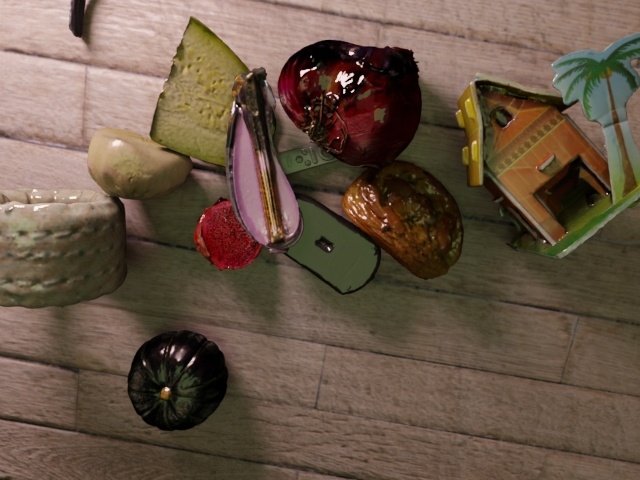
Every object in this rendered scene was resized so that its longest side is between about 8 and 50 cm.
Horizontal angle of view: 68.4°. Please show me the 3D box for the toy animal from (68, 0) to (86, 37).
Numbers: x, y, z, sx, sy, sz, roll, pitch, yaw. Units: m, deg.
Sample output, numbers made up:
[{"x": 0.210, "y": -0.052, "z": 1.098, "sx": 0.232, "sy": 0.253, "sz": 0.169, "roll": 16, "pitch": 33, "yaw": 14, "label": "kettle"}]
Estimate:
[{"x": -0.440, "y": -0.600, "z": 0.887, "sx": 0.205, "sy": 0.081, "sz": 0.367, "roll": 42, "pitch": 104, "yaw": -5, "label": "toy animal"}]

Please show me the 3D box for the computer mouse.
[{"x": 0.000, "y": 0.000, "z": 0.993, "sx": 0.269, "sy": 0.086, "sz": 0.138, "roll": 34, "pitch": 96, "yaw": -2, "label": "computer mouse"}]

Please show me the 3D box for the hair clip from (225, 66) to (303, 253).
[{"x": -0.119, "y": -0.147, "z": 0.909, "sx": 0.110, "sy": 0.095, "sz": 0.359, "roll": -18, "pitch": 108, "yaw": -38, "label": "hair clip"}]

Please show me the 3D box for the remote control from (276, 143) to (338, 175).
[{"x": -0.020, "y": -0.177, "z": 0.991, "sx": 0.183, "sy": 0.027, "sz": 0.050, "roll": -16, "pitch": 98, "yaw": 0, "label": "remote control"}]

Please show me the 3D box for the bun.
[{"x": -0.356, "y": -0.142, "z": 0.934, "sx": 0.192, "sy": 0.178, "sz": 0.128, "roll": 13, "pitch": 102, "yaw": -16, "label": "bun"}]

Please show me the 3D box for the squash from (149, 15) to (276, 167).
[{"x": -0.185, "y": -0.261, "z": 0.916, "sx": 0.154, "sy": 0.204, "sz": 0.237, "roll": 23, "pitch": 92, "yaw": 17, "label": "squash"}]

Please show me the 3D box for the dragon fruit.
[{"x": -0.213, "y": -0.010, "z": 1.001, "sx": 0.110, "sy": 0.153, "sz": 0.153, "roll": -12, "pitch": 105, "yaw": 46, "label": "dragon fruit"}]

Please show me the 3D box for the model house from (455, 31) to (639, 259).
[{"x": 0.412, "y": -0.194, "z": 0.856, "sx": 0.340, "sy": 0.300, "sz": 0.324, "roll": -43, "pitch": 88, "yaw": 9, "label": "model house"}]

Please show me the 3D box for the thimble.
[{"x": -0.527, "y": 0.005, "z": 0.908, "sx": 0.291, "sy": 0.291, "sz": 0.196, "roll": 2, "pitch": 103, "yaw": 1, "label": "thimble"}]

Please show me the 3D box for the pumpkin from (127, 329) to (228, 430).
[{"x": -0.312, "y": 0.304, "z": 1.032, "sx": 0.220, "sy": 0.162, "sz": 0.221, "roll": 0, "pitch": 97, "yaw": 1, "label": "pumpkin"}]

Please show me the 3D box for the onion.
[{"x": 0.054, "y": -0.262, "z": 0.878, "sx": 0.280, "sy": 0.221, "sz": 0.281, "roll": 1, "pitch": 70, "yaw": -2, "label": "onion"}]

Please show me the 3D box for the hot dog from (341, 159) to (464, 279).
[{"x": 0.180, "y": -0.040, "z": 0.953, "sx": 0.272, "sy": 0.122, "sz": 0.196, "roll": 42, "pitch": 62, "yaw": -3, "label": "hot dog"}]
